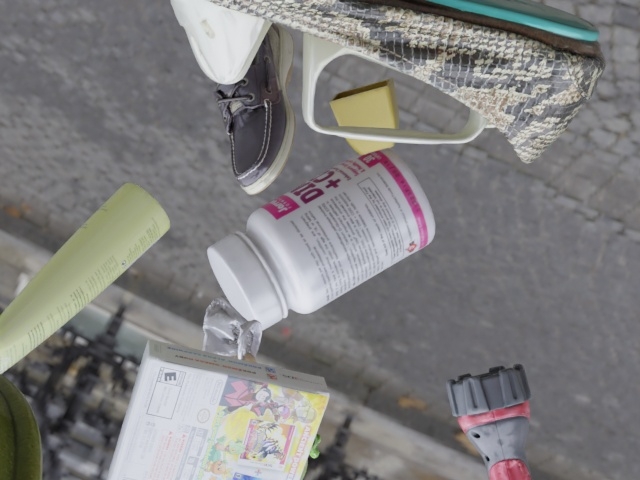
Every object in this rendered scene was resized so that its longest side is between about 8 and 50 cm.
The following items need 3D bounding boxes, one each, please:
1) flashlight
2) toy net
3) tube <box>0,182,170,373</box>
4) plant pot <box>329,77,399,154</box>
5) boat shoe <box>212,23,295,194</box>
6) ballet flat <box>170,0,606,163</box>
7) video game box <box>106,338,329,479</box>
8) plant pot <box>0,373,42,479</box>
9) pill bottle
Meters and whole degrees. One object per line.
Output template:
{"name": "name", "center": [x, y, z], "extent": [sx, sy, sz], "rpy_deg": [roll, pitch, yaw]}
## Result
{"name": "flashlight", "center": [0.239, 0.310, 1.542], "extent": [0.103, 0.304, 0.103], "rpy_deg": [-9, 174, -35]}
{"name": "toy net", "center": [-0.060, 0.167, 1.435], "extent": [0.045, 0.122, 0.232], "rpy_deg": [-7, 106, 49]}
{"name": "tube", "center": [-0.238, 0.045, 1.129], "extent": [0.062, 0.240, 0.070], "rpy_deg": [19, 148, 42]}
{"name": "plant pot", "center": [0.065, -0.161, 1.651], "extent": [0.082, 0.081, 0.083], "rpy_deg": [-14, 102, 11]}
{"name": "boat shoe", "center": [-0.093, -0.185, 1.597], "extent": [0.103, 0.285, 0.092], "rpy_deg": [-29, 133, 35]}
{"name": "ballet flat", "center": [0.009, -0.182, 1.055], "extent": [0.483, 0.182, 0.164], "rpy_deg": [21, -160, -16]}
{"name": "video game box", "center": [-0.110, 0.213, 1.254], "extent": [0.187, 0.205, 0.048], "rpy_deg": [15, -160, -12]}
{"name": "plant pot", "center": [-0.380, 0.094, 0.552], "extent": [0.366, 0.366, 0.353], "rpy_deg": [-3, 135, 44]}
{"name": "pill bottle", "center": [0.000, 0.000, 1.700], "extent": [0.160, 0.283, 0.160], "rpy_deg": [54, 164, 23]}
